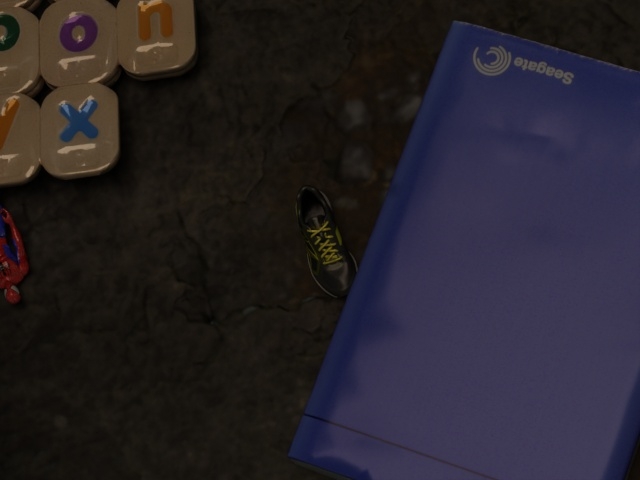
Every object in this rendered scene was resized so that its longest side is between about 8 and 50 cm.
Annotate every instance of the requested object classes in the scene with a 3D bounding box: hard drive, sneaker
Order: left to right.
[{"bbox_3d":[0.000,0.000,1.343,0.031,0.035,0.083,-25,71,3],"label":"sneaker"},{"bbox_3d":[0.132,0.029,1.307,0.210,0.040,0.318,18,78,15],"label":"hard drive"}]

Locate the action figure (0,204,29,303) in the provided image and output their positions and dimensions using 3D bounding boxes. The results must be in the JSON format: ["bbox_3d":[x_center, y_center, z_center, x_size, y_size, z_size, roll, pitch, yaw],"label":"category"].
[{"bbox_3d":[-0.231,-0.007,1.393,0.038,0.030,0.115,-22,73,-2],"label":"action figure"}]

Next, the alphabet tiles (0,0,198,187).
[{"bbox_3d":[-0.228,-0.163,1.435,0.284,0.021,0.278,-8,67,8],"label":"alphabet tiles"}]
